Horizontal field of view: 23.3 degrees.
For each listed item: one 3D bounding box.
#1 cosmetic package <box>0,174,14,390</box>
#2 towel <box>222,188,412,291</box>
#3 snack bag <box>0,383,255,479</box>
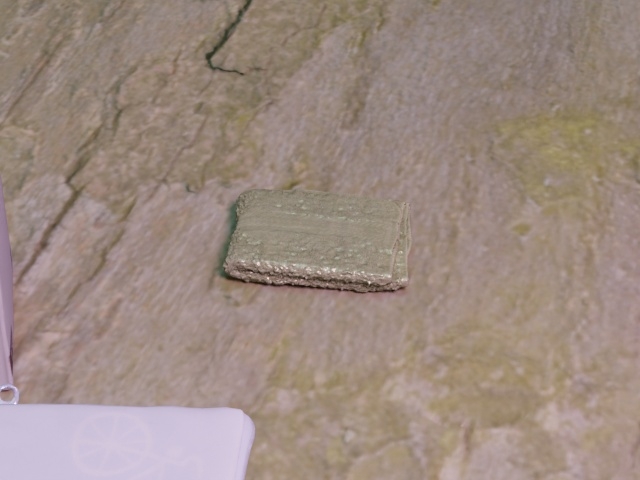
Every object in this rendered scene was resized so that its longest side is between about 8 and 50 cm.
[{"bbox_3d":[-0.320,0.014,1.125,0.183,0.151,0.151,-6,39,-8],"label":"cosmetic package"},{"bbox_3d":[0.000,0.000,1.248,0.148,0.027,0.110,4,39,4],"label":"towel"},{"bbox_3d":[-0.204,0.196,0.787,0.342,0.037,0.323,-1,38,3],"label":"snack bag"}]
